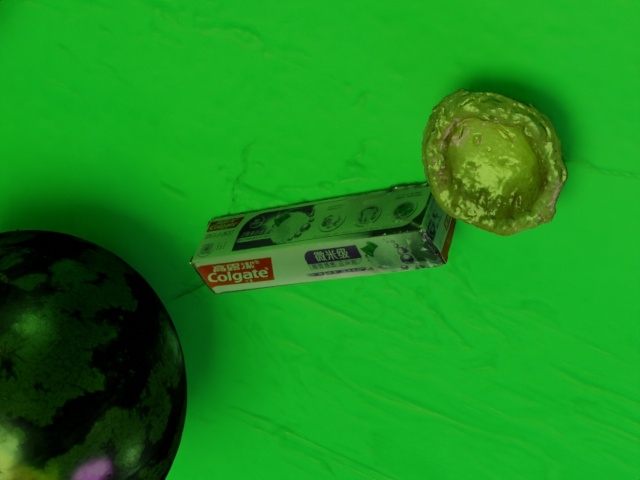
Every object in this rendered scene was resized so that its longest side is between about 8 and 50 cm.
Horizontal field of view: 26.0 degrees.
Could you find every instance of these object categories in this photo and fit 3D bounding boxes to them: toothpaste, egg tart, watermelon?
[{"bbox_3d":[0.000,0.000,0.977,0.196,0.047,0.040,-8,132,32],"label":"toothpaste"},{"bbox_3d":[0.112,-0.053,0.880,0.105,0.039,0.105,14,127,19],"label":"egg tart"},{"bbox_3d":[-0.226,0.120,1.045,0.269,0.269,0.269,14,127,19],"label":"watermelon"}]
